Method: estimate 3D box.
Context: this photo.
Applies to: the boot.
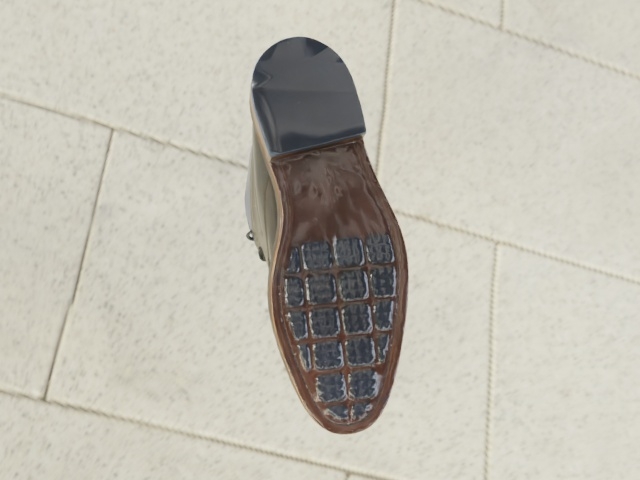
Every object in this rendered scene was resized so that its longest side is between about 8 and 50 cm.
[{"bbox_3d":[0.000,0.000,0.655,0.082,0.106,0.219,-6,86,-8],"label":"boot"}]
